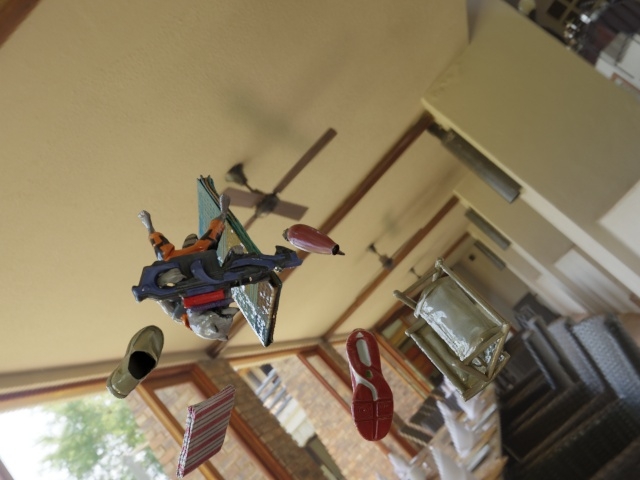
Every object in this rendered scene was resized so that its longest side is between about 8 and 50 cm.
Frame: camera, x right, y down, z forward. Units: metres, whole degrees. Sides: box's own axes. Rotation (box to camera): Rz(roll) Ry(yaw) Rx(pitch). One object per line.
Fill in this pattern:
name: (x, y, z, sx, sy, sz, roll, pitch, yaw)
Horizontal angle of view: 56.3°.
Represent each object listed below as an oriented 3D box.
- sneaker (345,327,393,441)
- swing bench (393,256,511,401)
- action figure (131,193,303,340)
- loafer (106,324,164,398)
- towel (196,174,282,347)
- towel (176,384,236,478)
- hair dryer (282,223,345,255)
sneaker: (0.100, 0.282, 1.217, 0.087, 0.221, 0.128, -4, 1, 4)
swing bench: (0.334, 0.225, 1.504, 0.165, 0.253, 0.254, -36, -36, -7)
action figure: (-0.221, 0.061, 1.264, 0.342, 0.330, 0.178, -4, -36, -16)
loafer: (-0.502, 0.334, 1.697, 0.092, 0.102, 0.268, -29, 24, 26)
towel: (-0.204, 0.050, 1.459, 0.040, 0.370, 0.271, -23, -31, -26)
towel: (-0.266, 0.440, 1.389, 0.144, 0.029, 0.197, -16, -54, -56)
hair dryer: (0.000, 0.000, 1.923, 0.293, 0.224, 0.080, -142, 67, -77)
